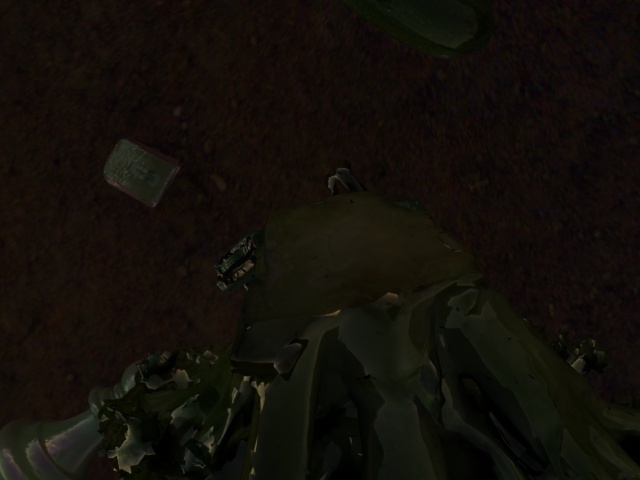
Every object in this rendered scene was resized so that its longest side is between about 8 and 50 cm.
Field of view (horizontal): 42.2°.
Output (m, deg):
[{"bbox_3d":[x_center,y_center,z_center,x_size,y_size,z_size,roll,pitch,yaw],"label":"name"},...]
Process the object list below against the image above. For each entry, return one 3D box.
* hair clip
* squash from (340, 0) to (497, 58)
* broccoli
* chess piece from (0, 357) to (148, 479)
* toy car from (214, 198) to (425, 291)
[{"bbox_3d":[-0.176,-0.067,0.825,0.022,0.137,0.054,35,83,-40],"label":"hair clip"},{"bbox_3d":[0.052,-0.207,0.643,0.219,0.068,0.077,30,103,-31],"label":"squash"},{"bbox_3d":[0.028,0.108,0.428,0.321,0.304,0.283,-21,128,-19],"label":"broccoli"},{"bbox_3d":[-0.274,0.229,1.041,0.272,0.139,0.139,-36,107,4],"label":"chess piece"},{"bbox_3d":[0.000,0.000,1.215,0.141,0.321,0.097,-36,71,50],"label":"toy car"}]
